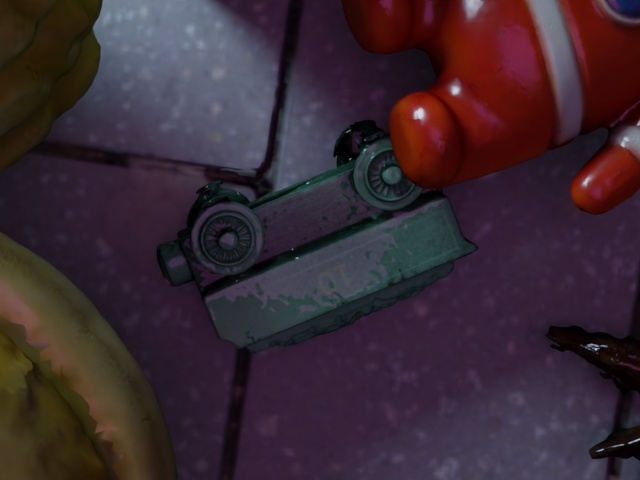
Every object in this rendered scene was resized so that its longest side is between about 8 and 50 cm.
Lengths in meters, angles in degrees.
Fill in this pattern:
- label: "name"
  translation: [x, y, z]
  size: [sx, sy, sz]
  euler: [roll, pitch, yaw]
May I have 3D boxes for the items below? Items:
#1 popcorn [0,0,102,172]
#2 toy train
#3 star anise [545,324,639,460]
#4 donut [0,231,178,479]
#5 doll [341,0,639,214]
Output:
- label: "popcorn"
  translation: [-0.222, -0.136, 0.686]
  size: [0.256, 0.255, 0.195]
  euler: [29, 51, -18]
- label: "toy train"
  translation: [0.000, 0.000, 0.784]
  size: [0.172, 0.070, 0.099]
  euler: [-23, 101, -3]
- label: "star anise"
  translation: [0.227, 0.127, 0.808]
  size: [0.212, 0.053, 0.157]
  euler: [3, 91, -5]
- label: "donut"
  translation: [-0.268, 0.179, 0.689]
  size: [0.449, 0.198, 0.449]
  euler: [-1, 103, -5]
- label: "doll"
  translation: [0.185, -0.131, 0.758]
  size: [0.336, 0.105, 0.200]
  euler: [-17, 82, -12]
